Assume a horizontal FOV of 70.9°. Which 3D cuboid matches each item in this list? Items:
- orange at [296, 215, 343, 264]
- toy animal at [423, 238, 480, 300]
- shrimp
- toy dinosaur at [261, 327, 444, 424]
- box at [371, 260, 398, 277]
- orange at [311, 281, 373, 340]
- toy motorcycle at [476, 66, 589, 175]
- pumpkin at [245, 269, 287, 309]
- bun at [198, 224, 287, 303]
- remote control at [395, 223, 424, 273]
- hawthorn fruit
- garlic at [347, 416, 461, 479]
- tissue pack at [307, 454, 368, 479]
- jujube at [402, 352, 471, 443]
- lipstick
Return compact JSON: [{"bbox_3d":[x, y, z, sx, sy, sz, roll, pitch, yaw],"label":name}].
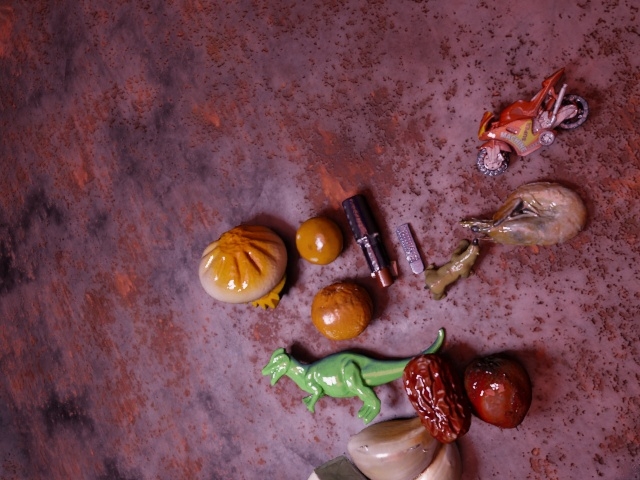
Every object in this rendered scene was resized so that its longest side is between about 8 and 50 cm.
[{"bbox_3d":[0.000,0.000,1.412,0.156,0.124,0.156,13,115,30],"label":"orange"},{"bbox_3d":[0.372,0.080,1.262,0.219,0.101,0.103,-42,75,21],"label":"toy animal"},{"bbox_3d":[0.533,-0.071,1.202,0.318,0.077,0.168,1,84,20],"label":"shrimp"},{"bbox_3d":[0.094,0.356,1.417,0.374,0.144,0.500,41,95,16],"label":"toy dinosaur"},{"bbox_3d":[0.196,0.090,1.389,0.083,0.012,0.046,-9,89,26],"label":"box"},{"bbox_3d":[0.066,0.217,1.368,0.194,0.193,0.161,-13,113,24],"label":"orange"},{"bbox_3d":[0.529,-0.300,1.171,0.298,0.089,0.171,-33,79,22],"label":"toy motorcycle"},{"bbox_3d":[-0.193,0.141,1.536,0.254,0.149,0.130,12,139,31],"label":"pumpkin"},{"bbox_3d":[-0.255,0.050,1.437,0.299,0.298,0.164,8,137,23],"label":"bun"},{"bbox_3d":[0.270,0.028,1.346,0.044,0.027,0.152,-25,82,30],"label":"remote control"},{"bbox_3d":[0.488,0.422,1.205,0.181,0.181,0.235,-26,94,23],"label":"hawthorn fruit"},{"bbox_3d":[0.248,0.636,1.320,0.313,0.286,0.249,-32,36,17],"label":"garlic"},{"bbox_3d":[0.033,0.891,1.268,0.332,0.205,0.404,38,103,31],"label":"tissue pack"},{"bbox_3d":[0.319,0.423,1.220,0.155,0.155,0.230,-39,57,21],"label":"jujube"},{"bbox_3d":[0.150,0.002,1.364,0.081,0.081,0.299,-26,81,23],"label":"lipstick"}]
